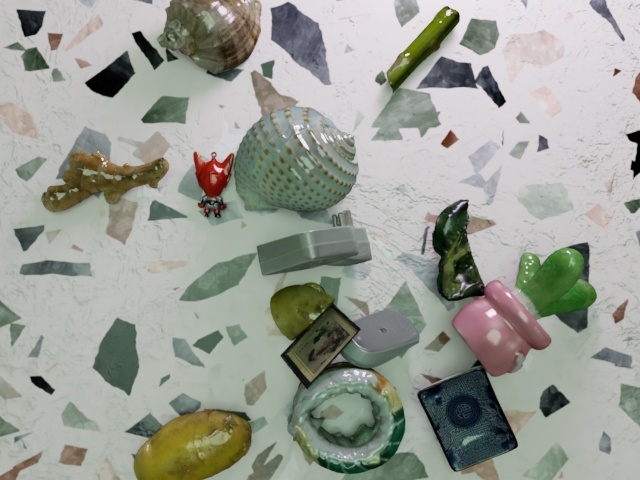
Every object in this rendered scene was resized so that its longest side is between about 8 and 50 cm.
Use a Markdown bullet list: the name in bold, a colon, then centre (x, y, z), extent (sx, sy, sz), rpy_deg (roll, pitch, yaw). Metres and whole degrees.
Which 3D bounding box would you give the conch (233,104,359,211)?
- **conch**: centre (-0.072, -0.206, 1.869), extent (0.319, 0.215, 0.303), rpy_deg (-26, 77, -6)

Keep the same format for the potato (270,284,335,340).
- **potato**: centre (-0.060, 0.164, 1.870), extent (0.120, 0.081, 0.149), rpy_deg (47, 119, 0)

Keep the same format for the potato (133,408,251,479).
- **potato**: centre (-0.311, 0.512, 1.828), extent (0.300, 0.140, 0.173), rpy_deg (-26, 94, 1)

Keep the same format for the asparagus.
- **asparagus**: centre (0.265, -0.511, 1.984), extent (0.278, 0.060, 0.067), rpy_deg (-46, 108, -5)

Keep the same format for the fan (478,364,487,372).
- **fan**: centre (0.411, 0.340, 1.939), extent (0.282, 0.023, 0.057), rpy_deg (-35, 89, -5)

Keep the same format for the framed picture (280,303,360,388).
- **framed picture**: centre (-0.002, 0.256, 1.847), extent (0.195, 0.199, 0.010), rpy_deg (-47, 118, -4)

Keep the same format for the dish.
- **dish**: centre (0.368, 0.439, 1.882), extent (0.181, 0.080, 0.243), rpy_deg (-24, 99, 8)

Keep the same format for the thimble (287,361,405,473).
- **thimble**: centre (0.060, 0.435, 1.835), extent (0.288, 0.167, 0.254), rpy_deg (-5, 90, -1)

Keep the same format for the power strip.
- **power strip**: centre (0.000, 0.000, 1.852), extent (0.261, 0.229, 0.141), rpy_deg (-7, 84, -38)

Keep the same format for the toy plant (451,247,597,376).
- **toy plant**: centre (0.518, 0.178, 1.868), extent (0.356, 0.317, 0.210), rpy_deg (-44, 54, 1)

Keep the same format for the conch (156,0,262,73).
- **conch**: centre (-0.275, -0.554, 1.906), extent (0.291, 0.159, 0.210), rpy_deg (-30, 86, -7)

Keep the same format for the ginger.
- **ginger**: centre (-0.549, -0.160, 1.898), extent (0.333, 0.081, 0.148), rpy_deg (-6, 90, -3)

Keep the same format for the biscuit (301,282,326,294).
- **biscuit**: centre (-0.025, 0.151, 1.930), extent (0.083, 0.023, 0.084), rpy_deg (0, 85, -3)

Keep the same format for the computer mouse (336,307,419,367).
- **computer mouse**: centre (0.141, 0.250, 1.875), extent (0.230, 0.079, 0.128), rpy_deg (-13, 51, -33)

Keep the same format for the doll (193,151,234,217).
- **doll**: centre (-0.279, -0.145, 1.922), extent (0.109, 0.057, 0.169), rpy_deg (3, 89, 7)

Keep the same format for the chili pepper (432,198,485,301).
- **chili pepper**: centre (0.343, 0.022, 1.908), extent (0.148, 0.116, 0.265), rpy_deg (-16, 109, -25)
